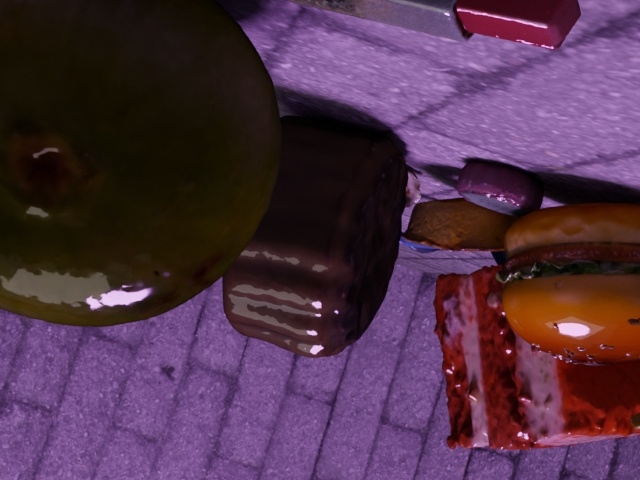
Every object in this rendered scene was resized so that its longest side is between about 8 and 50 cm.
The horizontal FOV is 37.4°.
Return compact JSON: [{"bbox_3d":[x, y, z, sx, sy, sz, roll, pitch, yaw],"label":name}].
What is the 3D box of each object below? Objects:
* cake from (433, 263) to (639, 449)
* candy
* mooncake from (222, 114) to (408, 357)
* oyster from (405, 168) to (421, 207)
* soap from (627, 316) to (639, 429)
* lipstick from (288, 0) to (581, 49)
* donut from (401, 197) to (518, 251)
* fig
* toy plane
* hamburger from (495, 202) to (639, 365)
[{"bbox_3d":[0.348,0.160,1.380,0.269,0.270,0.319,1,168,-28],"label":"cake"},{"bbox_3d":[0.212,-0.060,1.116,0.103,0.043,0.103,20,177,1],"label":"candy"},{"bbox_3d":[0.000,0.000,1.150,0.161,0.291,0.290,13,175,15],"label":"mooncake"},{"bbox_3d":[0.093,-0.074,1.293,0.038,0.080,0.083,46,165,49],"label":"oyster"},{"bbox_3d":[0.503,0.116,0.847,0.334,0.156,0.293,10,158,-17],"label":"soap"},{"bbox_3d":[0.000,-0.164,0.569,0.312,0.051,0.051,16,174,10],"label":"lipstick"},{"bbox_3d":[0.196,-0.026,1.241,0.162,0.066,0.178,5,-172,24],"label":"donut"},{"bbox_3d":[-0.172,-0.087,0.780,0.316,0.316,0.316,17,176,1],"label":"fig"},{"bbox_3d":[0.219,-0.007,1.495,0.246,0.078,0.169,12,177,-17],"label":"toy plane"},{"bbox_3d":[0.325,0.059,1.089,0.245,0.170,0.246,6,169,1],"label":"hamburger"}]
